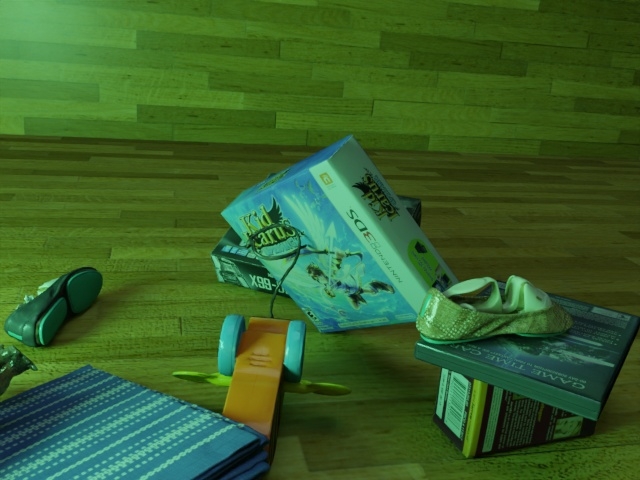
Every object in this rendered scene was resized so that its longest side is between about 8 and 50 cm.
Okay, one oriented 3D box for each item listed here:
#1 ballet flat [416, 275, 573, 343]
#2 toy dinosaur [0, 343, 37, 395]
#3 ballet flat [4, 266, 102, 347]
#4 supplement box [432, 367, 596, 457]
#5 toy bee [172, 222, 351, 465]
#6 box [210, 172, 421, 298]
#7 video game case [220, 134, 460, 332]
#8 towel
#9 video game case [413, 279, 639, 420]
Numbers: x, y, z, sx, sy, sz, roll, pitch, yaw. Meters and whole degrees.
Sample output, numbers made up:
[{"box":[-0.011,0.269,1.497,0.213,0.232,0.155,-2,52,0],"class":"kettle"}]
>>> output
[{"box":[0.206,0.075,0.713,0.206,0.067,0.073,-3,17,-23],"class":"ballet flat"},{"box":[-0.390,0.150,0.588,0.200,0.127,0.295,-47,16,-24],"class":"toy dinosaur"},{"box":[-0.392,0.089,0.921,0.074,0.074,0.203,6,21,4],"class":"ballet flat"},{"box":[0.240,0.181,0.756,0.188,0.104,0.081,-2,19,-21],"class":"supplement box"},{"box":[-0.054,0.149,0.756,0.195,0.162,0.298,20,48,17],"class":"toy bee"},{"box":[0.000,0.000,1.120,0.307,0.076,0.242,13,47,21],"class":"box"},{"box":[0.017,0.011,0.847,0.269,0.244,0.061,-19,23,53],"class":"video game case"},{"box":[-0.236,0.205,0.578,0.336,0.040,0.243,4,18,43],"class":"towel"},{"box":[0.259,0.115,0.756,0.196,0.026,0.274,15,20,31],"class":"video game case"}]
